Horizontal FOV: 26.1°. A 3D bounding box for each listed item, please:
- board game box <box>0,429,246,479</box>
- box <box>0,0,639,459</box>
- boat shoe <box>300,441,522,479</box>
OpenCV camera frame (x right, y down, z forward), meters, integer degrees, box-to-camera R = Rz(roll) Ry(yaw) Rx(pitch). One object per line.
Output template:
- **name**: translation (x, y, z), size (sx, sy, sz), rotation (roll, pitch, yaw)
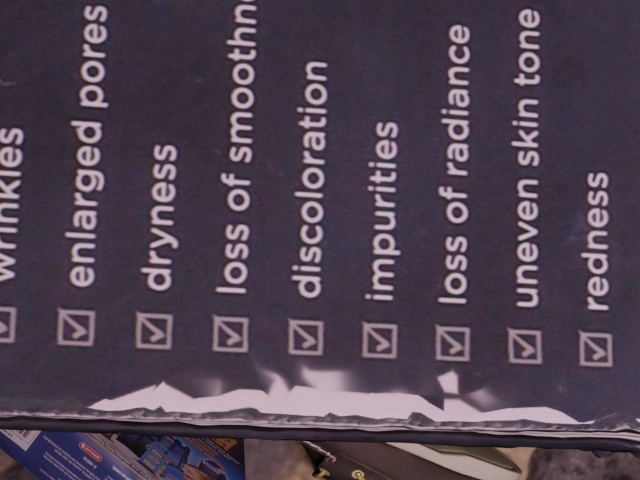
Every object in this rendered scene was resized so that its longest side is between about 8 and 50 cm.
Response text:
- **board game box**: translation (-0.123, 0.142, 0.915), size (0.194, 0.194, 0.060), rotation (38, 99, 2)
- **box**: translation (-0.073, -0.143, 0.677), size (0.471, 0.297, 0.480), rotation (4, 82, -11)
- **boat shoe**: translation (0.034, 0.152, 0.980), size (0.227, 0.081, 0.069), rotation (24, 99, -18)
